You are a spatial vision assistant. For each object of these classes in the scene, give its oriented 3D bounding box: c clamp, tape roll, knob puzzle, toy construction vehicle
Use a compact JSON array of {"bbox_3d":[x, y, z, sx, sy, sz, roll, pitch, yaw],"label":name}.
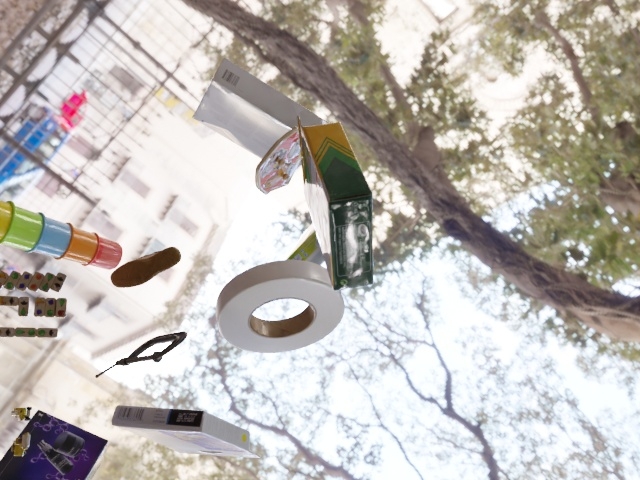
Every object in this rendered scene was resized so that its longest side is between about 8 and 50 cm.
[{"bbox_3d":[-0.332,0.218,1.274,0.160,0.022,0.137,-17,-166,33],"label":"c clamp"},{"bbox_3d":[-0.118,0.207,1.996,0.392,0.392,0.072,-38,-137,27],"label":"tape roll"},{"bbox_3d":[-0.089,-0.182,1.584,0.213,0.030,0.213,-47,164,-18],"label":"knob puzzle"},{"bbox_3d":[-0.542,0.343,1.197,0.098,0.035,0.086,-31,-125,59],"label":"toy construction vehicle"}]

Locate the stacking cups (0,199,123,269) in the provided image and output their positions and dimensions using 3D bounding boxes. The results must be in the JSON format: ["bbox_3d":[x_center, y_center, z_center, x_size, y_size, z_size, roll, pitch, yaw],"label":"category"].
[{"bbox_3d":[-0.546,-0.001,1.326,0.096,0.316,0.096,-18,-120,35],"label":"stacking cups"}]

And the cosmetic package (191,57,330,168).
[{"bbox_3d":[-0.189,-0.371,2.073,0.284,0.377,0.098,-32,-149,62],"label":"cosmetic package"}]

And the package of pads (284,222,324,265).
[{"bbox_3d":[0.000,0.000,2.181,0.229,0.101,0.296,-45,-173,23],"label":"package of pads"}]

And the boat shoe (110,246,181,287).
[{"bbox_3d":[-0.409,0.066,1.562,0.170,0.063,0.059,-22,-179,-19],"label":"boat shoe"}]

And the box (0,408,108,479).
[{"bbox_3d":[-0.617,0.531,1.467,0.261,0.184,0.103,-70,-177,-54],"label":"box"}]

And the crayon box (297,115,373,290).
[{"bbox_3d":[0.027,-0.087,1.282,0.083,0.203,0.323,-10,-142,-7],"label":"crayon box"}]

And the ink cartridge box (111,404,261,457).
[{"bbox_3d":[-0.360,0.531,1.843,0.303,0.307,0.072,-6,-119,26],"label":"ink cartridge box"}]

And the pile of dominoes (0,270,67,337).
[{"bbox_3d":[-0.871,0.182,1.932,0.040,0.251,0.196,156,-64,-66],"label":"pile of dominoes"}]
